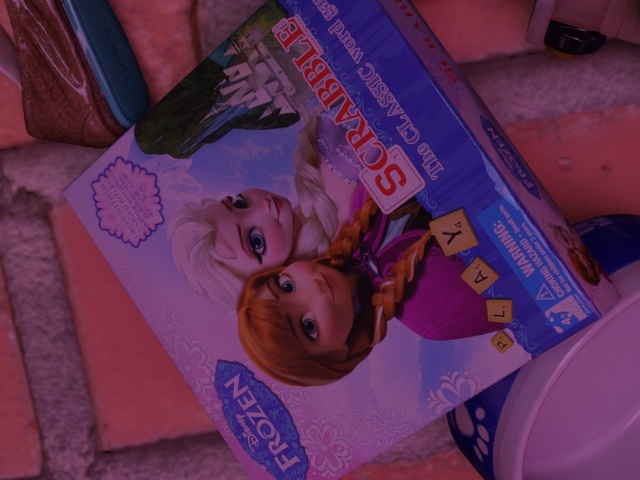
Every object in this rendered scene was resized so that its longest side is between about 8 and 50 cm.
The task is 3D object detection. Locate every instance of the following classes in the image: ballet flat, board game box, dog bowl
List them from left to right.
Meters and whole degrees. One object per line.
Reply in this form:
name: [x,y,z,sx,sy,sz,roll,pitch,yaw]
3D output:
ballet flat: [-0.236,-0.231,0.901,0.124,0.116,0.342,-9,109,18]
board game box: [0.000,0.000,0.876,0.318,0.066,0.319,-38,83,28]
dog bowl: [0.238,0.115,0.953,0.264,0.104,0.265,-14,123,-24]

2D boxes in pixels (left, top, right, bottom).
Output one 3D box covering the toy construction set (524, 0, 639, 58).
toy construction set: [0.270,-0.255,0.881,0.237,0.257,0.309,15,72,13]
